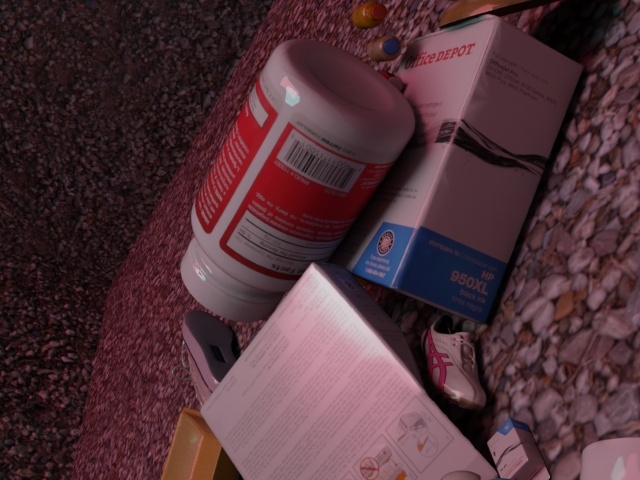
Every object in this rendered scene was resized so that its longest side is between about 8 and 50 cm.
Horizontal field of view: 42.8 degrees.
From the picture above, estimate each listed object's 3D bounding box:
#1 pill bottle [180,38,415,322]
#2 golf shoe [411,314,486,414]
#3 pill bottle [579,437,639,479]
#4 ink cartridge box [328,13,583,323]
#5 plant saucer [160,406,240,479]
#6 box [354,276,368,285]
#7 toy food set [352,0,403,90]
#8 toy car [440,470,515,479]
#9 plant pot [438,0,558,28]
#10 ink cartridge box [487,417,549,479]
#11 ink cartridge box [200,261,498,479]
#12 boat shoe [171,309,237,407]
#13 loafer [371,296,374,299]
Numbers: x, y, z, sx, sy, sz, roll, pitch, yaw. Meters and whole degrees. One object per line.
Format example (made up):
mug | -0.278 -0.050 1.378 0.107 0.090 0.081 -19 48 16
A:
pill bottle | -0.054 -0.074 1.226 0.408 0.229 0.229 -56 24 31
golf shoe | 0.180 0.165 1.114 0.086 0.067 0.186 -62 22 12
pill bottle | 0.270 0.312 0.639 0.160 0.160 0.283 -33 39 54
ink cartridge box | 0.185 -0.105 1.226 0.395 0.166 0.285 -69 20 -1
plant saucer | -0.264 0.542 1.752 0.333 0.081 0.333 -12 61 64
box | 0.000 0.000 1.467 0.058 0.232 0.087 -36 37 53
toy food set | 0.063 -0.253 1.287 0.232 0.111 0.104 -64 14 5
toy car | 0.179 0.336 0.888 0.182 0.159 0.136 -62 -14 14
plant pot | 0.285 -0.352 1.183 0.236 0.236 0.032 -168 64 -68
ink cartridge box | 0.231 0.257 0.958 0.048 0.028 0.083 -57 24 25
ink cartridge box | 0.033 0.268 1.127 0.385 0.091 0.308 48 110 29
boat shoe | -0.273 0.313 1.961 0.156 0.135 0.367 -64 31 16
loafer | 0.049 0.153 1.465 0.061 0.062 0.170 -35 -6 -34
